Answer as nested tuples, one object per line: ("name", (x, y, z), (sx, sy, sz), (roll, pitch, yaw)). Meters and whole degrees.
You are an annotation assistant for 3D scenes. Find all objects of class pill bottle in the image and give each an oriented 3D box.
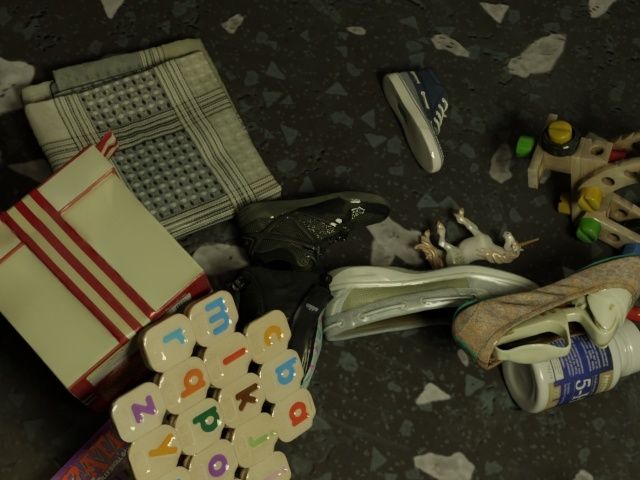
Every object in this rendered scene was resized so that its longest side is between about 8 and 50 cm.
("pill bottle", (0.367, 0.173, 1.680), (0.187, 0.112, 0.112), (-14, 67, -18))

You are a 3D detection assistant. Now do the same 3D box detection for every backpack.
("backpack", (-0.058, 0.135, 1.599), (0.152, 0.115, 0.182), (2, 64, 5))

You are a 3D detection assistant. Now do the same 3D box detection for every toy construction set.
("toy construction set", (0.405, -0.052, 1.778), (0.237, 0.257, 0.308), (12, 80, 13))

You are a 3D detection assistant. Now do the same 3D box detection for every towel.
("towel", (-0.254, -0.149, 1.735), (0.312, 0.056, 0.324), (-21, 69, -22))

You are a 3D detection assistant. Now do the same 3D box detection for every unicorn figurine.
("unicorn figurine", (0.230, 0.006, 1.772), (0.162, 0.060, 0.111), (-32, 74, -9))

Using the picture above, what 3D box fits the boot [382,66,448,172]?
("boot", (0.174, -0.198, 1.850), (0.086, 0.069, 0.190), (-16, 66, -17))

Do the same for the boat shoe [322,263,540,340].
("boat shoe", (0.160, 0.098, 1.674), (0.320, 0.118, 0.103), (3, 69, -7))

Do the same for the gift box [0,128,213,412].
("gift box", (-0.294, 0.033, 1.482), (0.255, 0.276, 0.258), (-41, 77, -16))

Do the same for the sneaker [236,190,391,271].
("sneaker", (0.000, 0.000, 1.701), (0.228, 0.087, 0.130), (-8, 67, -14))

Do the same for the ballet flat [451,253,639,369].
("ballet flat", (0.336, 0.110, 1.596), (0.316, 0.107, 0.106), (-17, 45, -11))

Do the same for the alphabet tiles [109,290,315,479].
("alphabet tiles", (-0.127, 0.213, 1.438), (0.278, 0.021, 0.284), (-29, 109, -37))

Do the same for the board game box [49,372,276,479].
("board game box", (-0.235, 0.342, 1.492), (0.208, 0.056, 0.347), (37, 61, 12))
